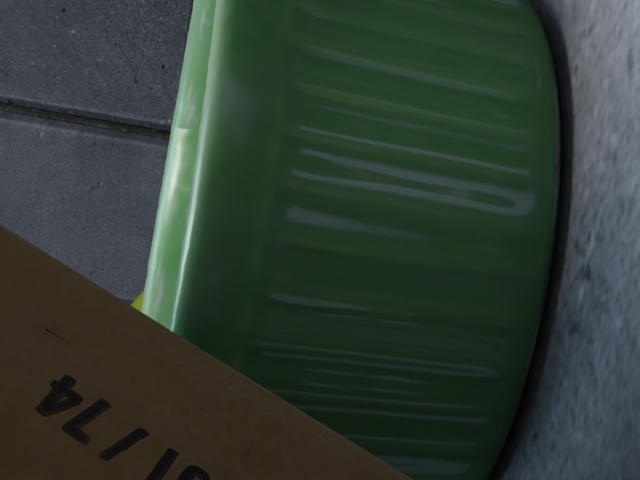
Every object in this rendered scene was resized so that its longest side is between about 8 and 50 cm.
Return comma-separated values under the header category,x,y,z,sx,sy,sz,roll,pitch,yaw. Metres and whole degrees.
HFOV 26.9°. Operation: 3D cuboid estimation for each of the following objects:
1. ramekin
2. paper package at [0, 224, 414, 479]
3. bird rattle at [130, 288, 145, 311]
category,x,y,z,sx,sy,sz,roll,pitch,yaw
ramekin,0.000,0.000,0.637,0.303,0.148,0.303,-171,90,-81
paper package,-0.099,0.160,0.324,0.168,0.325,0.309,-56,6,34
bird rattle,-0.082,0.076,1.293,0.253,0.143,0.207,-40,52,57
